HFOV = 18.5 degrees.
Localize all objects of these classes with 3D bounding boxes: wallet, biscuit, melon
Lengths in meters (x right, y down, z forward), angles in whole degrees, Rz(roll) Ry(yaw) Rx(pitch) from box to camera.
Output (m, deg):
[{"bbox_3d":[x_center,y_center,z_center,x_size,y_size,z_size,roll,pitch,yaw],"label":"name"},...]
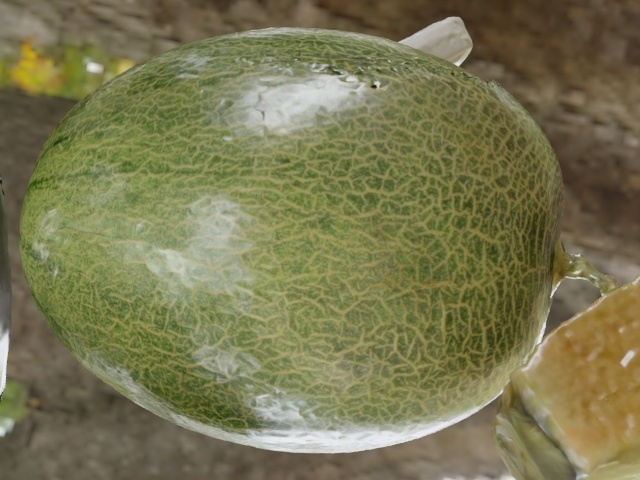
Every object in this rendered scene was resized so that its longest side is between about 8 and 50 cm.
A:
[{"bbox_3d":[0.004,-0.059,1.100,0.190,0.033,0.095,-37,-6,41],"label":"wallet"},{"bbox_3d":[0.133,0.025,0.595,0.188,0.052,0.056,-27,-26,-25],"label":"biscuit"},{"bbox_3d":[0.000,0.000,0.630,0.139,0.192,0.139,6,-90,-80],"label":"melon"}]

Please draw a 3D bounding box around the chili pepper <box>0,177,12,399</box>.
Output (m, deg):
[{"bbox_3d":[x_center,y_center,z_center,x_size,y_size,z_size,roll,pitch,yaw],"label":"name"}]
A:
[{"bbox_3d":[-0.213,-0.019,0.772,0.165,0.173,0.261,-134,42,-71],"label":"chili pepper"}]
